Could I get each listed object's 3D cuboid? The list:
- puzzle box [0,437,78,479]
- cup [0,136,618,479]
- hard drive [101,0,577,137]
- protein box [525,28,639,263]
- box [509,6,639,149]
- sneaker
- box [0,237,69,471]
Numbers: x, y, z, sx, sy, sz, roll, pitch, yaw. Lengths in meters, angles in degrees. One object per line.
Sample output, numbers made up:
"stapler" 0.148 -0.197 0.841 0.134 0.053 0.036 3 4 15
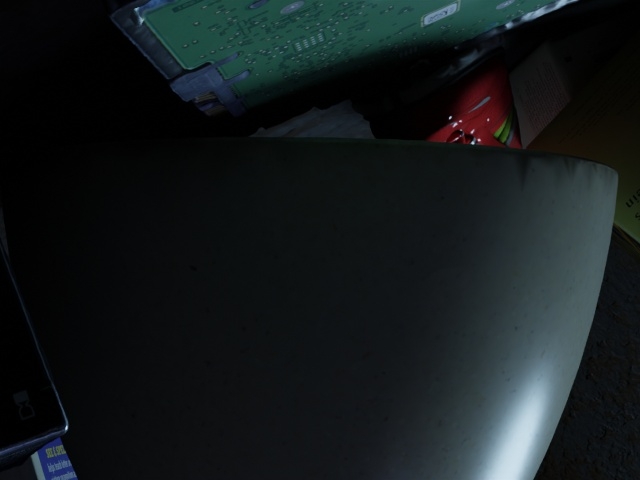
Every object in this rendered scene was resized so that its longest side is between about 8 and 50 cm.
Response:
"puzzle box" -0.204 0.175 1.114 0.052 0.272 0.409 -19 173 9
"cup" -0.008 0.080 0.672 0.331 0.237 0.331 1 178 0
"hard drive" 0.092 -0.144 0.452 0.339 0.064 0.237 -24 173 3
"protein box" 0.278 -0.060 0.802 0.200 0.136 0.201 -47 -157 7
"box" 0.198 -0.089 1.044 0.094 0.113 0.275 -22 175 -16
"sneaker" 0.104 -0.068 0.851 0.107 0.118 0.279 -25 173 14
"box" -0.185 0.032 0.520 0.093 0.156 0.158 -19 173 -23
